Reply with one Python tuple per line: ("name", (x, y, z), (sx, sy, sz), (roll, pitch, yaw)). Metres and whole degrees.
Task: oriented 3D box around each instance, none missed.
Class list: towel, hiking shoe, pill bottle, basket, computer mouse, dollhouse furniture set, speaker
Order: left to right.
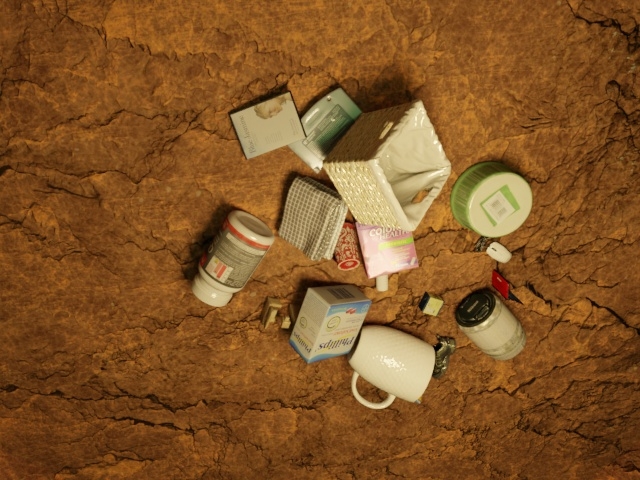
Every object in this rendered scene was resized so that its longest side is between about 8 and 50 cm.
("pill bottle", (-0.361, 0.077, 1.660), (0.210, 0.210, 0.363), (31, 106, -15))
("dollhouse furniture set", (-0.173, 0.352, 1.835), (0.151, 0.144, 0.123), (12, 116, -24))
("towel", (-0.038, -0.082, 1.617), (0.235, 0.121, 0.284), (30, 114, 27))
("speaker", (0.273, 0.155, 1.824), (0.055, 0.055, 0.136), (-6, 112, -2))
("basket", (0.241, -0.257, 1.463), (0.328, 0.266, 0.331), (-53, 125, -24))
("hiking shoe", (0.572, 0.563, 2.006), (0.114, 0.086, 0.227), (18, 104, 3))
("computer mouse", (0.780, 0.043, 1.825), (0.192, 0.042, 0.106), (29, 106, -15))

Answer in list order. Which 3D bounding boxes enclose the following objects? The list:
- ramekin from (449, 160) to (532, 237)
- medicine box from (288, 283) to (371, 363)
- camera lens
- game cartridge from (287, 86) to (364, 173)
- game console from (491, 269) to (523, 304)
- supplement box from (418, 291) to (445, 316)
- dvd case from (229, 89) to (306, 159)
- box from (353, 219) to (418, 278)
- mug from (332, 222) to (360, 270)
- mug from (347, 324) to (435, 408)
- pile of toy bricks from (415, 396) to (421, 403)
("ramekin", (0.702, -0.160, 1.681), (0.303, 0.148, 0.304), (-2, 112, -4))
("medicine box", (0.042, 0.350, 1.769), (0.263, 0.149, 0.290), (1, 116, -43))
("camera lens", (0.767, 0.381, 1.864), (0.219, 0.219, 0.274), (-42, 109, 12))
("game cartridge", (0.019, -0.426, 1.576), (0.196, 0.060, 0.294), (41, 103, -21))
("game console", (0.839, 0.207, 1.841), (0.085, 0.144, 0.124), (-8, 112, -2))
("supplement box", (0.511, 0.293, 1.896), (0.083, 0.056, 0.083), (18, 109, -11))
("dvd case", (-0.198, -0.430, 1.541), (0.252, 0.022, 0.181), (-18, 103, 11))
("box", (0.269, 0.010, 1.703), (0.213, 0.117, 0.243), (-13, 97, 1))
("mug", (0.101, 0.037, 1.696), (0.113, 0.170, 0.150), (-7, 148, -6))
("mug", (0.282, 0.575, 1.858), (0.327, 0.276, 0.375), (24, 90, -2))
("pile of toy bricks", (0.442, 0.705, 2.041), (0.212, 0.118, 0.105), (44, 68, -9))
